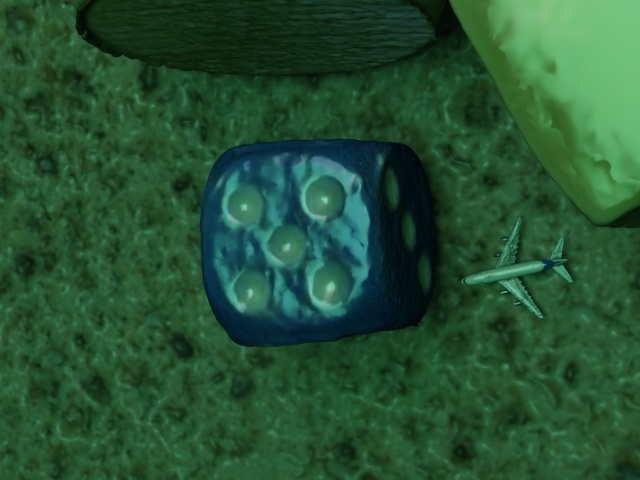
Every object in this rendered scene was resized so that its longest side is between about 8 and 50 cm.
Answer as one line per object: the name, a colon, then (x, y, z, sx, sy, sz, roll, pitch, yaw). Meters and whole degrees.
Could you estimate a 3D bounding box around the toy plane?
toy plane: (0.146, 0.022, 1.044, 0.084, 0.024, 0.078, -13, 87, 27)

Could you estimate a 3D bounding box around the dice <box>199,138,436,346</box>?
dice: (0.000, 0.000, 1.033, 0.143, 0.146, 0.146, -5, 90, 22)

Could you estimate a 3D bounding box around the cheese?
cheese: (0.177, -0.134, 0.899, 0.124, 0.265, 0.242, -33, 80, 18)

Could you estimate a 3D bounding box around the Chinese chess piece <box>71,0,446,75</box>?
Chinese chess piece: (-0.043, -0.193, 0.978, 0.270, 0.270, 0.112, -1, 82, 20)
